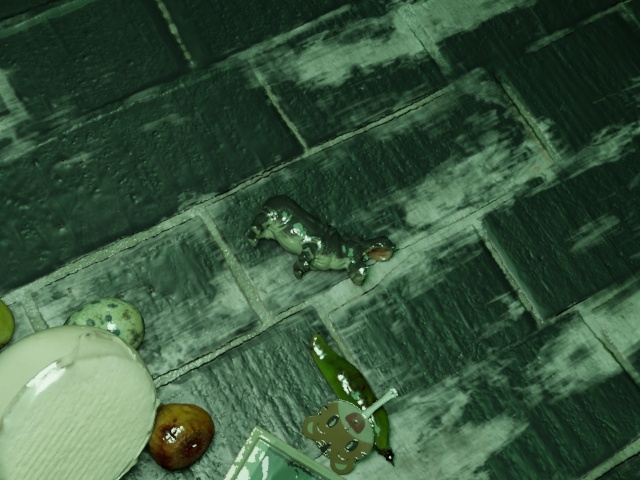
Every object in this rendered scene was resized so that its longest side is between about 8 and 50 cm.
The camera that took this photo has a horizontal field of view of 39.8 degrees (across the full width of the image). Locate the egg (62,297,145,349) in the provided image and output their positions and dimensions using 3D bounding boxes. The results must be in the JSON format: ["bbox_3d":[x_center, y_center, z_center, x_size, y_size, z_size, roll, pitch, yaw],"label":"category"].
[{"bbox_3d":[-0.473,0.195,1.918,0.182,0.141,0.141,-8,70,-1],"label":"egg"}]

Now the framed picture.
[{"bbox_3d":[-0.116,0.659,1.852,0.326,0.028,0.446,30,68,4],"label":"framed picture"}]

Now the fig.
[{"bbox_3d":[-0.331,0.388,1.888,0.201,0.133,0.146,37,39,27],"label":"fig"}]

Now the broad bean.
[{"bbox_3d":[0.082,0.351,1.980,0.077,0.061,0.339,-32,76,-6],"label":"broad bean"}]

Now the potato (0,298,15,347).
[{"bbox_3d":[-0.781,0.172,1.880,0.228,0.148,0.197,37,54,9],"label":"potato"}]

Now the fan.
[{"bbox_3d":[0.078,0.397,1.938,0.227,0.008,0.152,-41,77,8],"label":"fan"}]

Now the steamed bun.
[{"bbox_3d":[-0.525,0.334,1.753,0.241,0.374,0.374,25,62,41],"label":"steamed bun"}]

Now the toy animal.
[{"bbox_3d":[0.000,0.016,2.077,0.343,0.106,0.168,23,60,-6],"label":"toy animal"}]
